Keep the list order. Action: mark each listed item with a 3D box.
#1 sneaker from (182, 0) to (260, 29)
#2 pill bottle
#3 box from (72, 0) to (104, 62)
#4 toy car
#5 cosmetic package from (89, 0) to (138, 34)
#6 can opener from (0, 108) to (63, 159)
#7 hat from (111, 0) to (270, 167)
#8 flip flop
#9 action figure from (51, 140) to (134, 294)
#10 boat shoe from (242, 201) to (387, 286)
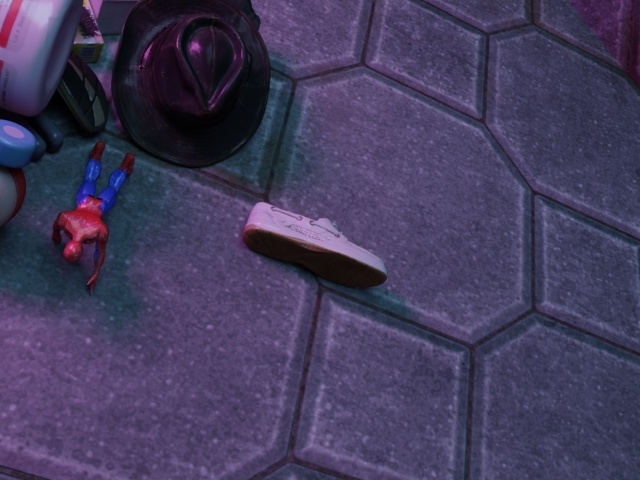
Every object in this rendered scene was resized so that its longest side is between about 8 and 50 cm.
[{"bbox_3d":[-0.247,-0.413,1.533,0.109,0.130,0.286,23,52,39],"label":"sneaker"},{"bbox_3d":[-0.582,-0.358,1.186,0.407,0.229,0.229,20,53,-13],"label":"pill bottle"},{"bbox_3d":[-0.481,-0.440,1.500,0.087,0.058,0.232,-11,66,-33],"label":"box"},{"bbox_3d":[-0.521,-0.128,1.223,0.210,0.219,0.238,32,22,-7],"label":"toy car"},{"bbox_3d":[-0.330,-0.458,1.569,0.239,0.099,0.060,-12,65,-34],"label":"cosmetic package"},{"bbox_3d":[-0.538,-0.258,1.338,0.280,0.093,0.074,51,50,2],"label":"can opener"},{"bbox_3d":[-0.206,-0.298,1.430,0.331,0.134,0.331,-2,93,-29],"label":"hat"},{"bbox_3d":[-0.477,-0.294,1.389,0.277,0.080,0.112,46,26,-13],"label":"flip flop"},{"bbox_3d":[-0.373,-0.031,1.291,0.091,0.139,0.280,20,31,-13],"label":"action figure"},{"bbox_3d":[0.000,0.000,1.458,0.277,0.098,0.096,22,53,-13],"label":"boat shoe"}]
